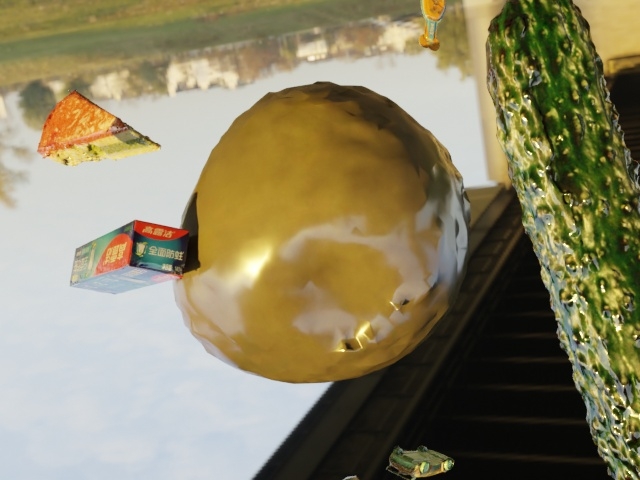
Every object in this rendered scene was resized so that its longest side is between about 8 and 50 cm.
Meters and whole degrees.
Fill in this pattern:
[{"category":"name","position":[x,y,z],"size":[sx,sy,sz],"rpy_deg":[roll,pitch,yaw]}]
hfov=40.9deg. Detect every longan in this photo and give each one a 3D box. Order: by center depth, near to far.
[{"category":"longan","position":[0.010,-0.001,1.215],"size":[0.404,0.436,0.404],"rpy_deg":[25,172,4]}]

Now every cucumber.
[{"category":"cucumber","position":[0.184,-0.021,0.597],"size":[0.096,0.359,0.096],"rpy_deg":[-18,173,-2]}]

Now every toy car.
[{"category":"toy car","position":[0.153,0.333,1.285],"size":[0.059,0.035,0.122],"rpy_deg":[15,-179,40]}]

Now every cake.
[{"category":"cake","position":[-0.340,-0.187,1.345],"size":[0.220,0.116,0.086],"rpy_deg":[-9,154,37]}]

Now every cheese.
[{"category":"cheese","position":[0.177,-0.354,1.358],"size":[0.047,0.111,0.017],"rpy_deg":[11,168,-19]}]

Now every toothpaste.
[{"category":"toothpaste","position":[-0.275,0.030,1.199],"size":[0.076,0.066,0.320],"rpy_deg":[13,166,-28]}]

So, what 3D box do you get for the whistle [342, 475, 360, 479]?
[{"category":"whistle","position":[-0.052,0.430,1.138],"size":[0.348,0.189,0.189],"rpy_deg":[-44,175,32]}]
